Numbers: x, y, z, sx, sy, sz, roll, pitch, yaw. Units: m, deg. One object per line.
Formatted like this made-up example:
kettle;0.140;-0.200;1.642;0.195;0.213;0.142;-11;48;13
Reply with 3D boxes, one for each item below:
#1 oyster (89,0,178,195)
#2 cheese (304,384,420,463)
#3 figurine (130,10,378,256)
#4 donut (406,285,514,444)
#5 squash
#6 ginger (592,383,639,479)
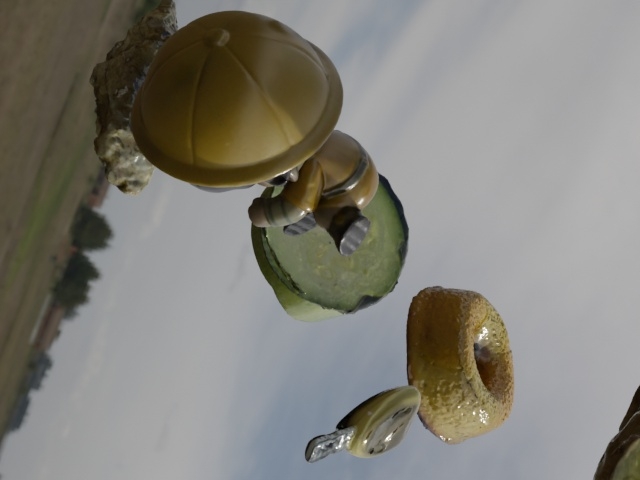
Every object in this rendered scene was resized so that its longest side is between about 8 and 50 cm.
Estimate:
oyster;-0.281;-0.250;1.940;0.110;0.166;0.341;-10;-131;55
cheese;0.041;0.203;1.268;0.036;0.162;0.086;42;-58;30
figurine;-0.047;-0.105;1.094;0.167;0.257;0.192;-49;-132;9
donut;0.260;0.217;2.137;0.110;0.303;0.303;-11;-133;29
squash;-0.003;-0.005;1.554;0.133;0.220;0.220;-14;-126;54
ginger;0.354;0.146;1.094;0.354;0.126;0.190;-45;-178;-34
